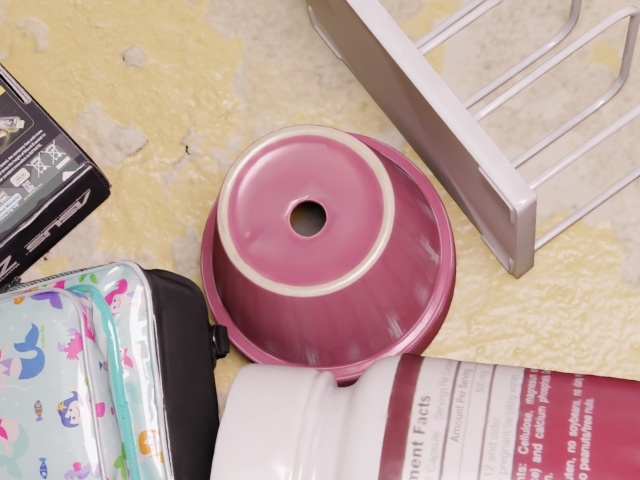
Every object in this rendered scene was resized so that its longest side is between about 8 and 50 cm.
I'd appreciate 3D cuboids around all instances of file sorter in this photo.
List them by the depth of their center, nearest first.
[{"bbox_3d":[0.130,-0.149,1.474,0.173,0.193,0.278,-36,74,-6],"label":"file sorter"}]

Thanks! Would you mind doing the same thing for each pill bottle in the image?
[{"bbox_3d":[0.127,0.200,1.366,0.392,0.224,0.224,6,76,9],"label":"pill bottle"}]

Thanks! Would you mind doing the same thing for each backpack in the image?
[{"bbox_3d":[-0.213,0.138,1.434,0.253,0.191,0.225,-12,81,27],"label":"backpack"}]

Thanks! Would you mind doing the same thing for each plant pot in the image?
[{"bbox_3d":[0.000,0.000,1.456,0.201,0.180,0.201,-2,75,6],"label":"plant pot"}]

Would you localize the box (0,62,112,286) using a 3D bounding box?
[{"bbox_3d":[-0.417,-0.027,1.559,0.395,0.097,0.318,-43,77,-5],"label":"box"}]
